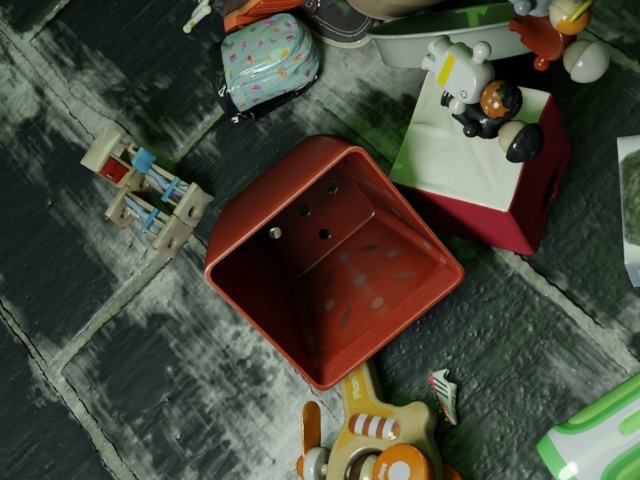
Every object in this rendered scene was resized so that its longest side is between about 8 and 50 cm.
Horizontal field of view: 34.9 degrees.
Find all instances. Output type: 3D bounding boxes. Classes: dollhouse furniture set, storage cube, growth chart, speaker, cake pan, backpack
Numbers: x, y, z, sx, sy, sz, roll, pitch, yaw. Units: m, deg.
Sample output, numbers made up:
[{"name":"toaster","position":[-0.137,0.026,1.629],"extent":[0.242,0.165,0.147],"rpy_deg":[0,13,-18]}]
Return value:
[{"name":"dollhouse furniture set","position":[-0.294,-0.074,1.663],"extent":[0.129,0.184,0.129],"rpy_deg":[30,85,28]},{"name":"storage cube","position":[0.228,-0.110,1.458],"extent":[0.215,0.193,0.183],"rpy_deg":[17,79,25]},{"name":"growth chart","position":[-0.164,-0.477,1.784],"extent":[0.237,0.021,0.172],"rpy_deg":[-60,18,-8]},{"name":"speaker","position":[0.428,0.224,1.296],"extent":[0.296,0.131,0.131],"rpy_deg":[-36,63,7]},{"name":"cake pan","position":[0.214,-0.305,1.508],"extent":[0.293,0.293,0.054],"rpy_deg":[-2,108,22]},{"name":"backpack","position":[-0.092,-0.295,1.698],"extent":[0.182,0.115,0.152],"rpy_deg":[-18,64,13]}]

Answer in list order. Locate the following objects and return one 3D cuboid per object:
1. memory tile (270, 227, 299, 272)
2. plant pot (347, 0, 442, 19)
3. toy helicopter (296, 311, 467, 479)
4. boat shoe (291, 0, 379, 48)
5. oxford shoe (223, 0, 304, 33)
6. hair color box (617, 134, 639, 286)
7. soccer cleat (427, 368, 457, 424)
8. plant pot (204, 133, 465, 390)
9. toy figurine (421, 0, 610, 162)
[{"name":"memory tile","position":[-0.091,0.007,1.649],"extent":[0.148,0.012,0.113],"rpy_deg":[33,86,28]},{"name":"plant pot","position":[0.107,-0.433,1.640],"extent":[0.237,0.109,0.237],"rpy_deg":[8,50,-10]},{"name":"toy helicopter","position":[0.054,0.265,1.458],"extent":[0.235,0.140,0.355],"rpy_deg":[-27,53,21]},{"name":"boat shoe","position":[-0.018,-0.426,1.724],"extent":[0.103,0.092,0.285],"rpy_deg":[-45,62,3]},{"name":"oxford shoe","position":[-0.098,-0.419,1.673],"extent":[0.271,0.097,0.098],"rpy_deg":[-11,90,59]},{"name":"hair color box","position":[0.591,-0.054,1.335],"extent":[0.374,0.113,0.185],"rpy_deg":[-6,70,21]},{"name":"soccer cleat","position":[0.182,0.222,1.454],"extent":[0.036,0.029,0.083],"rpy_deg":[-30,59,15]},{"name":"plant pot","position":[0.000,0.000,1.465],"extent":[0.267,0.267,0.236],"rpy_deg":[-39,27,6]},{"name":"toy figurine","position":[0.248,-0.220,1.262],"extent":[0.148,0.209,0.213],"rpy_deg":[42,91,22]}]
